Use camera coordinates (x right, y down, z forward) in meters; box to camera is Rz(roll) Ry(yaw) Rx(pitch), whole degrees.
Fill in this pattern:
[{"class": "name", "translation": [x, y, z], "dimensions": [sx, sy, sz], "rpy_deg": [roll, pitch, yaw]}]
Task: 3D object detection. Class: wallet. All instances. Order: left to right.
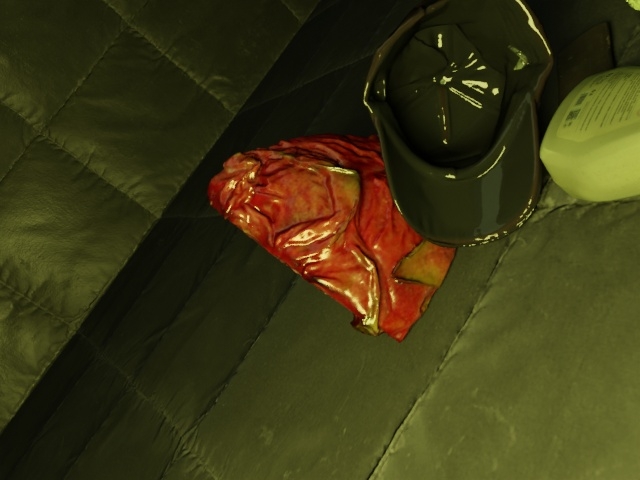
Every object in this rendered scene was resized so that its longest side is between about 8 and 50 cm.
[{"class": "wallet", "translation": [0.355, -0.233, 0.940], "dimensions": [0.082, 0.018, 0.157], "rpy_deg": [-32, 28, 38]}]

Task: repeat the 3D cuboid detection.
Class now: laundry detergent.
[{"class": "laundry detergent", "translation": [0.349, -0.126, 0.682], "dimensions": [0.181, 0.091, 0.253], "rpy_deg": [-53, 20, -21]}]

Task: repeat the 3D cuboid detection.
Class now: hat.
[{"class": "hat", "translation": [0.176, -0.155, 0.938], "dimensions": [0.209, 0.238, 0.336], "rpy_deg": [44, -135, -85]}]

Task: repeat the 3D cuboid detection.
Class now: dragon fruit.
[{"class": "dragon fruit", "translation": [0.000, 0.000, 0.952], "dimensions": [0.302, 0.330, 0.240], "rpy_deg": [-88, 20, -54]}]

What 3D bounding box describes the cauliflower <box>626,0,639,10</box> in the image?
[{"class": "cauliflower", "translation": [0.431, -0.392, 0.732], "dimensions": [0.275, 0.250, 0.272], "rpy_deg": [-60, 21, -10]}]
